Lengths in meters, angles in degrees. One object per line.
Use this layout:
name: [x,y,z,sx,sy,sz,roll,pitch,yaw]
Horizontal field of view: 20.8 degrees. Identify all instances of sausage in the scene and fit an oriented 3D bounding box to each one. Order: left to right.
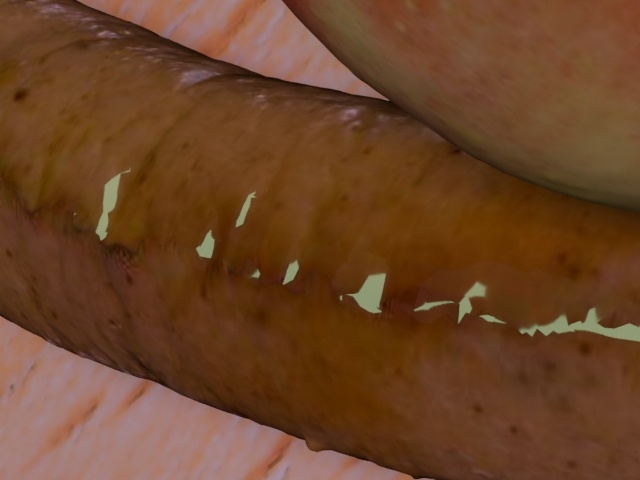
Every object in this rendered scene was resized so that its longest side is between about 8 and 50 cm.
sausage: [-0.001,0.002,0.617,0.501,0.123,0.136,17,61,33]

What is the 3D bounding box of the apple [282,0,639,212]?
apple: [0.112,-0.166,0.455,0.319,0.319,0.277,62,148,26]
